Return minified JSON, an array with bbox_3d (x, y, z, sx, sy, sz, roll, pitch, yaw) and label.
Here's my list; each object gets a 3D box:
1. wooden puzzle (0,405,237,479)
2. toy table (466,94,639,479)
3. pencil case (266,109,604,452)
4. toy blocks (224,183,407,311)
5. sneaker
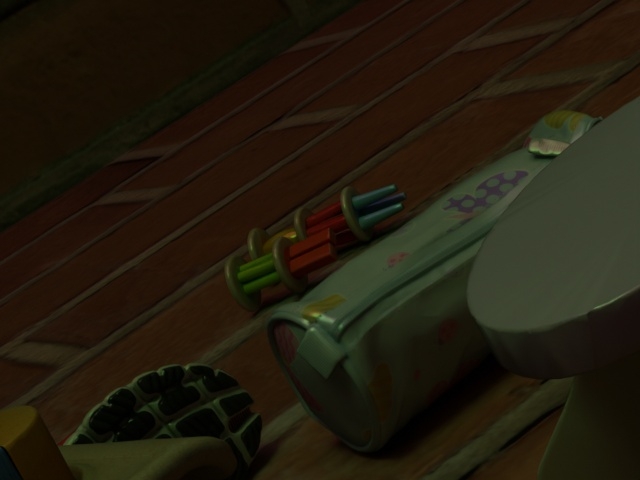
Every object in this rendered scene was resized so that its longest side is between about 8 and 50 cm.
[{"bbox_3d":[-0.263,0.177,1.039,0.348,0.081,0.322,-31,13,-38],"label":"wooden puzzle"},{"bbox_3d":[0.191,0.034,0.918,0.252,0.161,0.274,-17,19,43],"label":"toy table"},{"bbox_3d":[0.096,0.023,1.264,0.273,0.113,0.124,-35,-8,-20],"label":"pencil case"},{"bbox_3d":[0.000,0.000,1.695,0.148,0.054,0.123,-24,13,23],"label":"toy blocks"},{"bbox_3d":[-0.166,0.175,1.288,0.279,0.107,0.118,-35,9,-24],"label":"sneaker"}]
